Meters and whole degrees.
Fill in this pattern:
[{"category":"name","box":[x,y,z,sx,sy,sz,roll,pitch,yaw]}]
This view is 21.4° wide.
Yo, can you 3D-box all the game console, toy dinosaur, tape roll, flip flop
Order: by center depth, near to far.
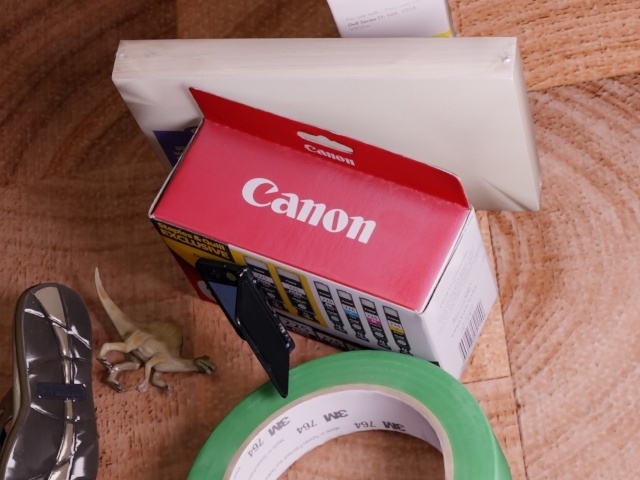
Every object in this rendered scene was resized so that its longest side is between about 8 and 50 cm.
[{"category":"tape roll","box":[0.024,0.257,1.634,0.321,0.077,0.321,-12,48,14]},{"category":"game console","box":[-0.079,0.087,1.694,0.107,0.122,0.071,10,51,39]},{"category":"flip flop","box":[-0.298,0.182,1.786,0.080,0.112,0.277,-21,65,49]},{"category":"toy dinosaur","box":[-0.197,0.114,1.829,0.183,0.053,0.092,34,60,18]}]

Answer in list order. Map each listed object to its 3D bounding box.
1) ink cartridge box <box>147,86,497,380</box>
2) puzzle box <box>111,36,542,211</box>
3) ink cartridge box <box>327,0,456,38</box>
[{"category":"ink cartridge box","box":[0.000,0.000,1.704,0.309,0.272,0.130,19,69,22]},{"category":"puzzle box","box":[0.015,-0.118,1.761,0.409,0.272,0.052,2,64,14]},{"category":"ink cartridge box","box":[0.065,-0.290,1.788,0.119,0.353,0.207,-14,62,6]}]
